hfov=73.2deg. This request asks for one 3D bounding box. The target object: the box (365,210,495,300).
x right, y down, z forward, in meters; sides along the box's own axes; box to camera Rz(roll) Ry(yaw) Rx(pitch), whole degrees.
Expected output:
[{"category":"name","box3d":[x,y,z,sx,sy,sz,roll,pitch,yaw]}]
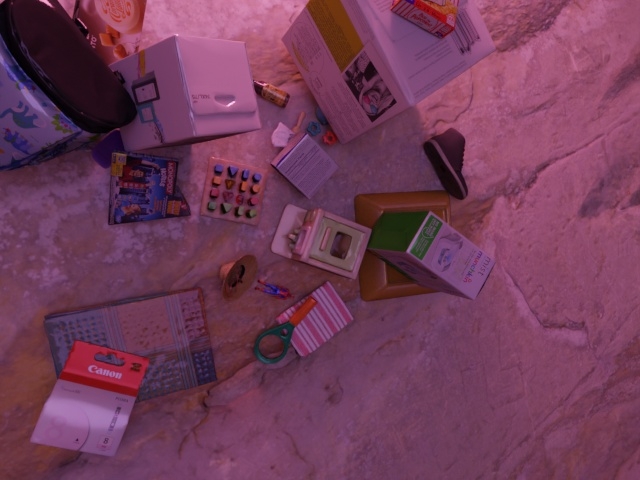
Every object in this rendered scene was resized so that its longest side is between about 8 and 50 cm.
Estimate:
[{"category":"box","box3d":[0.279,0.032,1.148,0.231,0.262,0.126,34,82,-17]}]

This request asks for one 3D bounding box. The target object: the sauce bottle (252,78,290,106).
[{"category":"sauce bottle","box3d":[-0.149,-0.414,1.197,0.128,0.042,0.042,20,85,-17]}]

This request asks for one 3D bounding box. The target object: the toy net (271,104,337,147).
[{"category":"toy net","box3d":[-0.034,-0.311,1.238,0.232,0.045,0.122,-30,102,-14]}]

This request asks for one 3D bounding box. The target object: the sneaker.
[{"category":"sneaker","box3d":[0.433,-0.246,1.369,0.118,0.083,0.222,-34,100,-15]}]

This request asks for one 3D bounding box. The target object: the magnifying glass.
[{"category":"magnifying glass","box3d":[-0.095,0.250,1.212,0.092,0.026,0.231,42,93,-7]}]

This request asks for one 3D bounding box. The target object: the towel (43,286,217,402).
[{"category":"towel","box3d":[-0.474,0.282,1.109,0.370,0.040,0.271,-10,95,-20]}]

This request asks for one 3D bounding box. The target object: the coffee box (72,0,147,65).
[{"category":"coffee box","box3d":[-0.512,-0.492,1.025,0.141,0.098,0.246,11,87,-39]}]

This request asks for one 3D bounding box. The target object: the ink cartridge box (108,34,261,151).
[{"category":"ink cartridge box","box3d":[-0.310,-0.323,0.983,0.198,0.270,0.197,-25,111,-50]}]

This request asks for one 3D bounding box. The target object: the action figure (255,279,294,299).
[{"category":"action figure","box3d":[-0.126,0.144,1.224,0.115,0.030,0.038,21,80,-19]}]

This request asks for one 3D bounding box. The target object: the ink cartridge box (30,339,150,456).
[{"category":"ink cartridge box","box3d":[-0.545,0.381,1.036,0.189,0.066,0.232,22,88,-19]}]

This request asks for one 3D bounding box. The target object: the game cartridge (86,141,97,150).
[{"category":"game cartridge","box3d":[-0.580,-0.243,1.051,0.083,0.056,0.017,29,75,-14]}]

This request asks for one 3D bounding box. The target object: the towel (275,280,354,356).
[{"category":"towel","box3d":[-0.015,0.228,1.263,0.197,0.029,0.144,-35,98,-15]}]

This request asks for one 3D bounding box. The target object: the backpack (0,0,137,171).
[{"category":"backpack","box3d":[-0.625,-0.286,0.894,0.290,0.356,0.273,60,39,-30]}]

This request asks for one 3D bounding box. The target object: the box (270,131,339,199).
[{"category":"box","box3d":[-0.044,-0.208,1.195,0.126,0.072,0.137,-48,118,0]}]

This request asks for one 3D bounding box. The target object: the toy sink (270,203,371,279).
[{"category":"toy sink","box3d":[0.000,0.000,1.207,0.234,0.131,0.152,21,84,-17]}]

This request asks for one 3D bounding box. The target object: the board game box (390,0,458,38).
[{"category":"board game box","box3d":[0.239,-0.569,0.950,0.147,0.045,0.193,15,79,-24]}]

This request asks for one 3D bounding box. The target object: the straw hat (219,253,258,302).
[{"category":"straw hat","box3d":[-0.238,0.091,1.165,0.061,0.144,0.144,23,82,25]}]

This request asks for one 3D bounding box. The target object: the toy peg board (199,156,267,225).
[{"category":"toy peg board","box3d":[-0.227,-0.132,1.157,0.161,0.079,0.160,11,88,-18]}]

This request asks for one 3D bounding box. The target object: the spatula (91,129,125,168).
[{"category":"spatula","box3d":[-0.469,-0.313,1.087,0.030,0.084,0.296,24,76,12]}]

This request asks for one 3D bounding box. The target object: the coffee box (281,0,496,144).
[{"category":"coffee box","box3d":[0.165,-0.509,1.121,0.338,0.334,0.338,-37,101,-24]}]

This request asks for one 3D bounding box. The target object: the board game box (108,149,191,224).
[{"category":"board game box","box3d":[-0.416,-0.126,1.071,0.194,0.060,0.194,4,122,-26]}]

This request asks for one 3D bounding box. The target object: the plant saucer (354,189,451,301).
[{"category":"plant saucer","box3d":[0.280,0.012,1.327,0.333,0.081,0.332,-5,92,-18]}]
